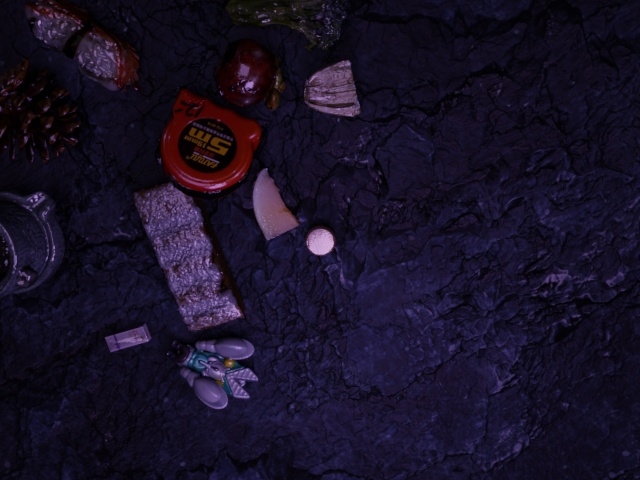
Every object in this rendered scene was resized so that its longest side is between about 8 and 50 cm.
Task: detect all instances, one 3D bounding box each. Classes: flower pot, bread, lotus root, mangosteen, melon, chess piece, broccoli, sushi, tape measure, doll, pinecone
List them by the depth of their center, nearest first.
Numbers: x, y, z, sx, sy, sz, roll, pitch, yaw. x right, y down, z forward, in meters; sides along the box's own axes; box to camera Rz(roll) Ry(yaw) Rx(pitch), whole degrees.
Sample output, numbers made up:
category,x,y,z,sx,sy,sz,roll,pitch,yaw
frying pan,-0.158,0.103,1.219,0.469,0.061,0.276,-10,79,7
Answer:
category,x,y,z,sx,sy,sz,roll,pitch,yaw
broccoli,-0.085,-0.558,1.638,0.304,0.145,0.164,6,99,13
pinecone,-0.724,-0.309,1.656,0.264,0.264,0.264,0,103,2
mangosteen,-0.169,-0.411,1.660,0.180,0.166,0.166,15,104,-28
sushi,-0.590,-0.493,1.667,0.332,0.124,0.130,33,112,-4
tape measure,-0.290,-0.232,1.682,0.253,0.114,0.260,23,74,-4
lotus root,0.025,-0.385,1.694,0.144,0.070,0.143,-6,109,-1
flower pot,-0.803,0.001,1.709,0.299,0.283,0.299,1,100,4
melon,-0.140,-0.097,1.776,0.098,0.054,0.182,-30,101,2
bread,-0.348,0.035,1.782,0.165,0.113,0.416,-20,100,5
chess piece,0.000,0.000,1.798,0.084,0.038,0.083,0,100,2
doll,-0.301,0.364,1.831,0.258,0.153,0.195,-1,75,-2

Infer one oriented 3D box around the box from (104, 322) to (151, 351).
category,x,y,z,sx,sy,sz,roll,pitch,yaw
box,-0.543,0.274,1.882,0.117,0.036,0.050,-15,102,4
